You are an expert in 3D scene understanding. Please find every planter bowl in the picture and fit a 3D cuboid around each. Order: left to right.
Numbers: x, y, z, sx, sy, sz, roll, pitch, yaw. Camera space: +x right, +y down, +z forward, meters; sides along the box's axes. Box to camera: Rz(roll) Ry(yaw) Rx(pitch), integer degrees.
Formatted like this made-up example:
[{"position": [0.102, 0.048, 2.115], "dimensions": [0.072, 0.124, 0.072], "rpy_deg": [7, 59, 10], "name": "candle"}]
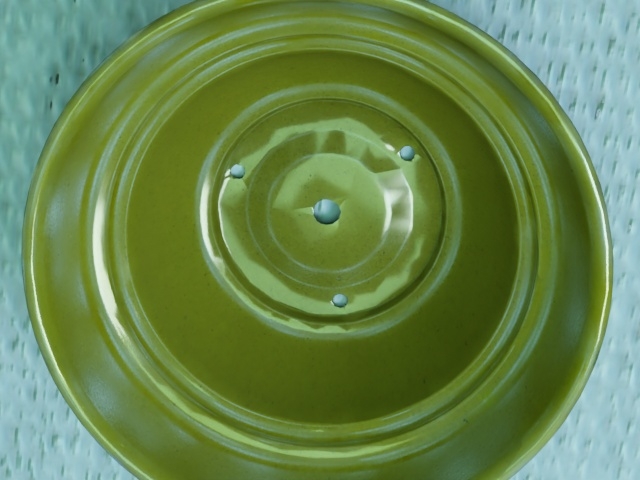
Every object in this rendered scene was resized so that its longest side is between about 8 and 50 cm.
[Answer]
[{"position": [0.000, 0.000, 0.616], "dimensions": [0.217, 0.090, 0.217], "rpy_deg": [1, 108, 3], "name": "planter bowl"}]
